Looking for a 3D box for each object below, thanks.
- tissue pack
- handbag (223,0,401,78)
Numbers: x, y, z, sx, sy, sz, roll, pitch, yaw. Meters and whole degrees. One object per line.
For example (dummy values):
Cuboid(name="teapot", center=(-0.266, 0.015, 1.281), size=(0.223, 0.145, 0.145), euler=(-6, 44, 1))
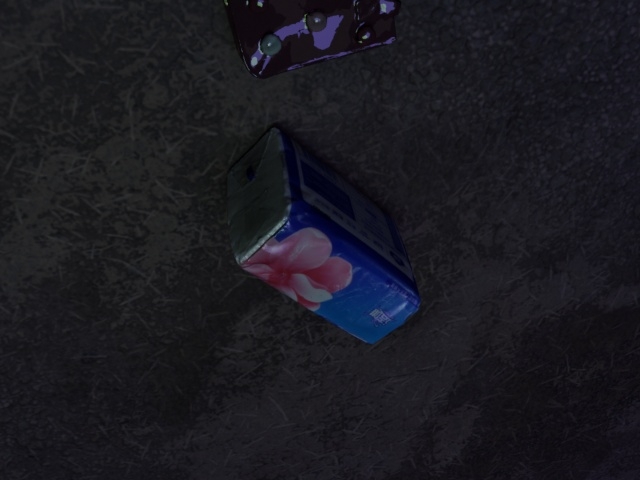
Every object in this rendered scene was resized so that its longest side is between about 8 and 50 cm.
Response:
Cuboid(name="tissue pack", center=(0.000, 0.000, 1.032), size=(0.137, 0.209, 0.270), euler=(-38, 129, 24))
Cuboid(name="handbag", center=(-0.011, -0.307, 0.876), size=(0.216, 0.074, 0.203), euler=(-15, 129, -6))
